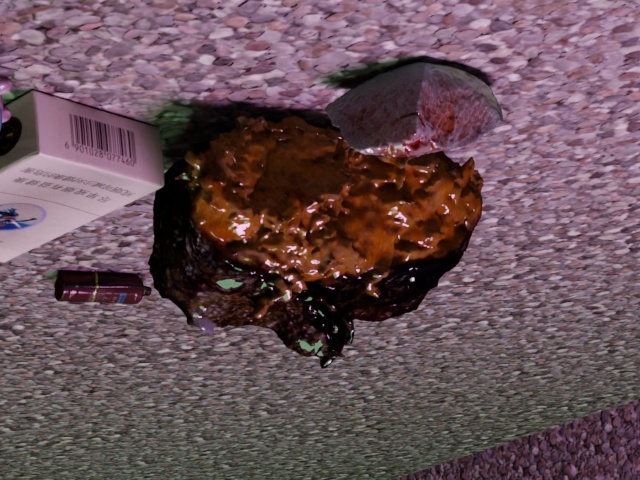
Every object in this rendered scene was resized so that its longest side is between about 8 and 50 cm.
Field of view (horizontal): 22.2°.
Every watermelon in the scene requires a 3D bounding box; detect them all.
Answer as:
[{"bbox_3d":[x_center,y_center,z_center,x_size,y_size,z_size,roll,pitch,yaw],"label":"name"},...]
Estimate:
[{"bbox_3d":[0.101,-0.125,1.568,0.180,0.094,0.081,-16,163,-24],"label":"watermelon"}]

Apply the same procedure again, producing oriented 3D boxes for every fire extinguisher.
[{"bbox_3d":[-0.266,0.059,2.047,0.132,0.039,0.056,4,168,-29],"label":"fire extinguisher"}]

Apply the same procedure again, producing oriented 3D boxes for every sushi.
[{"bbox_3d":[0.000,0.000,1.679,0.348,0.234,0.207,-2,162,-28],"label":"sushi"}]

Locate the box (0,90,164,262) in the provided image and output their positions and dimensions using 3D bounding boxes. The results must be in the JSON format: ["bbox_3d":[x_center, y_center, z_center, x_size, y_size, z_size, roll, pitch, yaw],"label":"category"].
[{"bbox_3d":[-0.302,-0.058,1.636,0.256,0.069,0.164,-22,156,36],"label":"box"}]

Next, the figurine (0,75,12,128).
[{"bbox_3d":[-0.387,-0.101,1.361,0.260,0.103,0.205,-19,165,-13],"label":"figurine"}]
